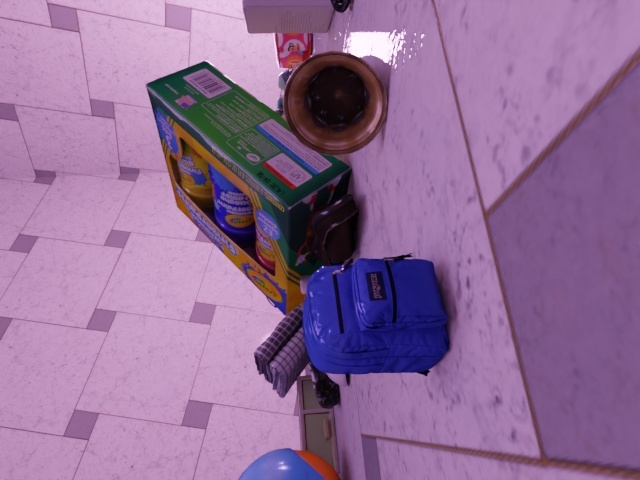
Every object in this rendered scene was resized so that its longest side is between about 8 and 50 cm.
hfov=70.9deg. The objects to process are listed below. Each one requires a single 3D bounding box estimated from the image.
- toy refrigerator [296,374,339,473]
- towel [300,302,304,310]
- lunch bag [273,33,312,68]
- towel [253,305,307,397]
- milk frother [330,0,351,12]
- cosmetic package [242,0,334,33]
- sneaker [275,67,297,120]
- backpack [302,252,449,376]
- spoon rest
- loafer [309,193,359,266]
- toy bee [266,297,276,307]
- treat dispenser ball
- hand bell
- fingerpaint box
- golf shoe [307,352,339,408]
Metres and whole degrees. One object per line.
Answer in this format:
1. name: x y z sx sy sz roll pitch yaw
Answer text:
1. toy refrigerator: -0.011 0.537 1.314 0.094 0.102 0.270 97 169 -61
2. towel: -0.018 0.115 1.219 0.027 0.110 0.148 22 129 35
3. lunch bag: -0.096 -0.700 1.418 0.258 0.120 0.293 -103 11 -62
4. towel: -0.088 0.315 1.345 0.235 0.121 0.284 -50 -16 -27
5. milk frother: -0.016 -0.432 0.678 0.129 0.134 0.143 -134 41 -83
6. cosmetic package: -0.070 -0.529 0.927 0.151 0.183 0.151 -133 40 -82
7. sneaker: -0.055 -0.331 1.170 0.283 0.122 0.110 90 174 -55
8. backpack: 0.044 0.061 0.401 0.101 0.120 0.098 94 172 -50
9. spoon rest: 0.027 0.194 0.961 0.137 0.084 0.277 -100 -4 -60
10. loafer: 0.035 -0.007 0.778 0.078 0.080 0.220 53 165 14
11. toy bee: -0.076 0.151 1.620 0.298 0.162 0.195 13 126 52
12. treat dispenser ball: -0.074 0.641 1.046 0.288 0.288 0.288 177 90 -84
13. hand bell: 0.030 -0.227 0.636 0.242 0.126 0.126 -79 -9 -55
14. fingerpaint box: -0.165 -0.108 0.988 0.445 0.163 0.371 41 149 23
15. golf shoe: 0.003 0.345 1.195 0.094 0.077 0.198 98 169 -64
